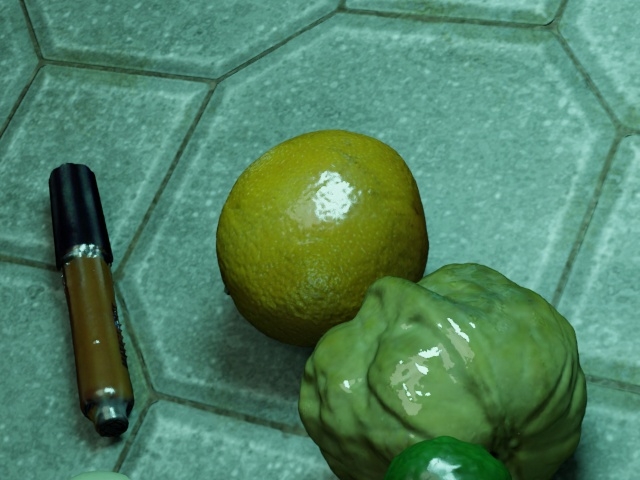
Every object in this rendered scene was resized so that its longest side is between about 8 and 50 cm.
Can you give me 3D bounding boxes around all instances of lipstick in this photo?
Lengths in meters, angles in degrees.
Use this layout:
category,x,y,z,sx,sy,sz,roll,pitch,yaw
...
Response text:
category,x,y,z,sx,sy,sz,roll,pitch,yaw
lipstick,-0.301,0.071,2.117,0.077,0.077,0.418,-24,52,11

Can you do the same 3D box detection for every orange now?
category,x,y,z,sx,sy,sz,roll,pitch,yaw
orange,0.000,0.000,1.913,0.264,0.264,0.264,-13,53,19

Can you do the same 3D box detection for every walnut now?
category,x,y,z,sx,sy,sz,roll,pitch,yaw
walnut,0.132,0.160,1.713,0.282,0.253,0.277,-54,32,-4

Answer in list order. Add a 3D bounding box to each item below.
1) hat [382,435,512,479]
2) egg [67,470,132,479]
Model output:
category,x,y,z,sx,sy,sz,roll,pitch,yaw
hat,0.185,0.385,1.506,0.285,0.285,0.400,-22,61,13
egg,-0.236,0.356,1.818,0.183,0.183,0.217,-25,59,10
